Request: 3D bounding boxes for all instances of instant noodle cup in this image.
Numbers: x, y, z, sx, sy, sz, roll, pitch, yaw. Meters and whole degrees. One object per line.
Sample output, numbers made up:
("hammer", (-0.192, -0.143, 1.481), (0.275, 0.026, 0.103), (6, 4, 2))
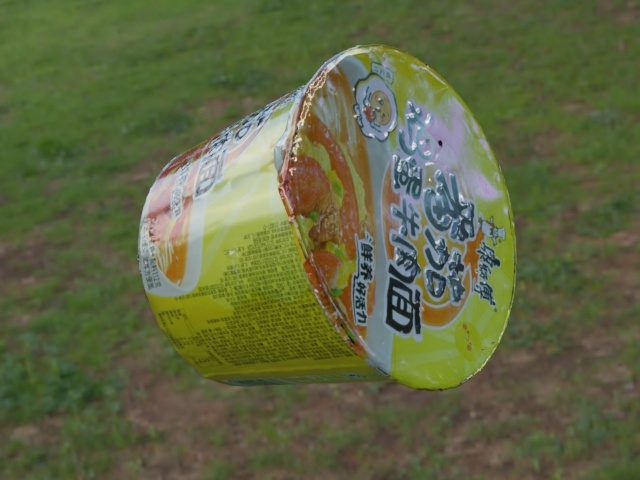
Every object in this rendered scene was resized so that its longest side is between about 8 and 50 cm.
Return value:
("instant noodle cup", (0.000, 0.000, 1.098), (0.200, 0.264, 0.264), (-16, 10, 42))
